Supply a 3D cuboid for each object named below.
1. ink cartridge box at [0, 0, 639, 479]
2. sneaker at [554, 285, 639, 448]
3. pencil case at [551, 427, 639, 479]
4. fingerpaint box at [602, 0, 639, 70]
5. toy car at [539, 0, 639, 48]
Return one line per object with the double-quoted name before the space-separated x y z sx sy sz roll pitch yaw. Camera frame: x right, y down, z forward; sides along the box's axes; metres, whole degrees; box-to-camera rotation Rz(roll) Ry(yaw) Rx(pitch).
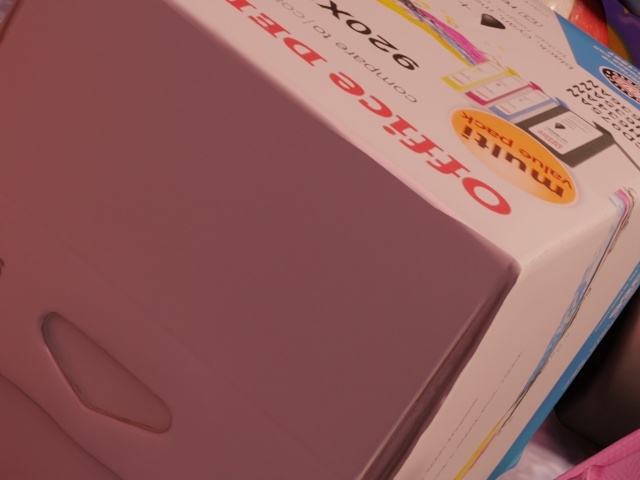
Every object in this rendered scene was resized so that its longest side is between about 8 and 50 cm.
"ink cartridge box" 0.000 0.000 0.609 0.171 0.168 0.232 38 25 14
"sneaker" 0.217 0.008 0.827 0.145 0.090 0.270 32 61 -6
"pencil case" 0.114 0.194 0.370 0.160 0.167 0.386 6 26 -4
"fingerpaint box" 0.205 -0.195 1.250 0.371 0.163 0.445 8 32 -42
"toy car" 0.090 -0.062 0.874 0.238 0.219 0.210 50 9 -36
